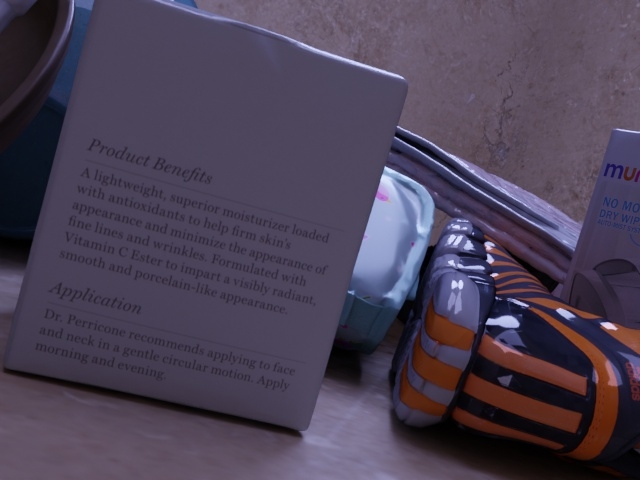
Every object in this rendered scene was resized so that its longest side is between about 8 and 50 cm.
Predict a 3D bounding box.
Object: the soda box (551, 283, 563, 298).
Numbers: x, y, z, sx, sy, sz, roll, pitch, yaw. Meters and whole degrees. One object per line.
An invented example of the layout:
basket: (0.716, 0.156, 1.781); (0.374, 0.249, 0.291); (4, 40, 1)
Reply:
soda box: (0.339, 0.098, 1.223); (0.263, 0.092, 0.083); (15, 4, -24)

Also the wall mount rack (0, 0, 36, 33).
wall mount rack: (-0.334, -0.098, 0.466); (0.350, 0.130, 0.304); (18, 23, 24)

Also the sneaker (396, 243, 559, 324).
sneaker: (0.196, 0.067, 1.028); (0.286, 0.130, 0.109); (-12, 43, -35)

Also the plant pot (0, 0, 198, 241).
plant pot: (-0.240, -0.111, 0.730); (0.290, 0.290, 0.195); (15, 31, -15)

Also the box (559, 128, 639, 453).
box: (0.314, 0.058, 0.611); (0.127, 0.231, 0.262); (14, 5, -37)

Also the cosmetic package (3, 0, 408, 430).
cosmetic package: (-0.065, -0.020, 0.469); (0.151, 0.183, 0.151); (16, 4, -14)

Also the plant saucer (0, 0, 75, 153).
plant saucer: (-0.285, -0.106, 0.558); (0.278, 0.278, 0.041); (18, -31, 26)

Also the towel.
towel: (0.183, -0.039, 0.904); (0.332, 0.053, 0.317); (35, 11, 28)

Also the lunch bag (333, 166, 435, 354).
lunch bag: (-0.033, -0.012, 0.688); (0.223, 0.160, 0.262); (27, 8, 1)

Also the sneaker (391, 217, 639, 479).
sneaker: (0.150, 0.080, 0.604); (0.180, 0.124, 0.321); (20, 14, 4)
